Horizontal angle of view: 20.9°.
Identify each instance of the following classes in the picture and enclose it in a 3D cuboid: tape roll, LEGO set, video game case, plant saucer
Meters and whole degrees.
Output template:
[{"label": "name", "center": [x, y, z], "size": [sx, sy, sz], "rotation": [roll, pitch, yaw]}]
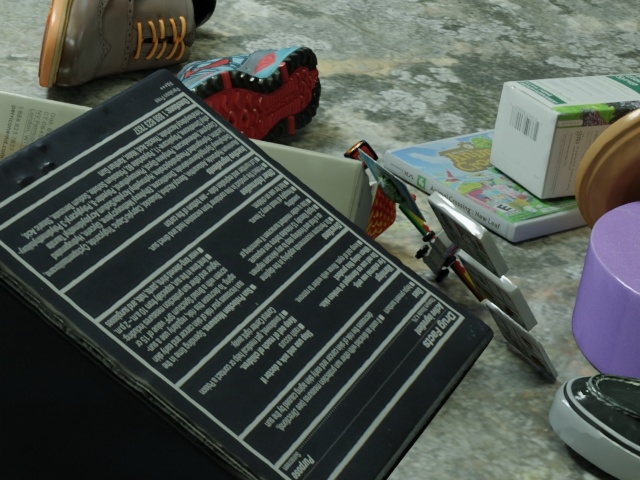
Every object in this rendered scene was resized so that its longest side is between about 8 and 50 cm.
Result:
[{"label": "tape roll", "center": [0.359, 0.060, 1.484], "size": [0.275, 0.090, 0.275], "rotation": [7, 25, -3]}, {"label": "LEGO set", "center": [0.113, -0.007, 1.454], "size": [0.060, 0.182, 0.244], "rotation": [-39, 39, -9]}, {"label": "video game case", "center": [0.204, -0.064, 1.769], "size": [0.212, 0.023, 0.193], "rotation": [-13, 33, -38]}, {"label": "plant saucer", "center": [0.336, -0.052, 1.600], "size": [0.200, 0.200, 0.037], "rotation": [3, 46, -11]}]

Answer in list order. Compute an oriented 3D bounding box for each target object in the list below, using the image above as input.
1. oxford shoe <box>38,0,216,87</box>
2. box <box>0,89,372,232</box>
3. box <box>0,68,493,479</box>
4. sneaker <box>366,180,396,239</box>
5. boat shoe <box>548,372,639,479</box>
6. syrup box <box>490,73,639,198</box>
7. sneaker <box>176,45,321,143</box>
[{"label": "oxford shoe", "center": [-0.208, -0.244, 1.904], "size": [0.133, 0.130, 0.363], "rotation": [18, 26, 5]}, {"label": "box", "center": [-0.121, -0.026, 1.416], "size": [0.311, 0.121, 0.148], "rotation": [11, -7, 7]}, {"label": "box", "center": [-0.092, 0.081, 1.091], "size": [0.294, 0.183, 0.296], "rotation": [38, 31, 6]}, {"label": "sneaker", "center": [0.000, 0.000, 1.549], "size": [0.067, 0.064, 0.175], "rotation": [-13, 11, 42]}, {"label": "boat shoe", "center": [0.322, 0.143, 1.278], "size": [0.306, 0.105, 0.113], "rotation": [21, 28, 24]}, {"label": "syrup box", "center": [0.299, -0.110, 1.760], "size": [0.237, 0.096, 0.093], "rotation": [-7, 29, -30]}, {"label": "sneaker", "center": [-0.106, -0.131, 1.761], "size": [0.125, 0.104, 0.262], "rotation": [2, 16, 30]}]
